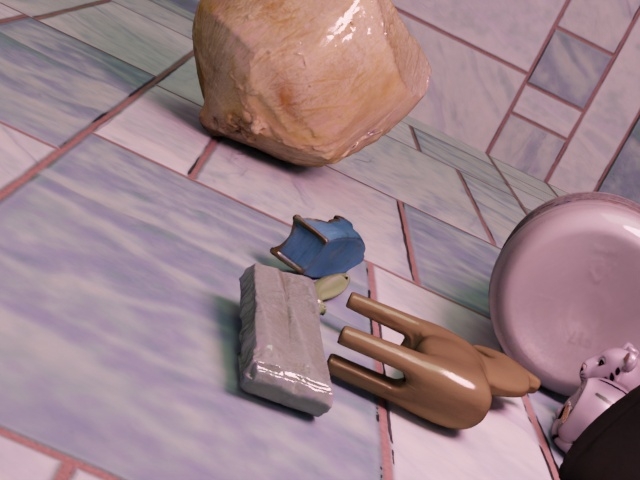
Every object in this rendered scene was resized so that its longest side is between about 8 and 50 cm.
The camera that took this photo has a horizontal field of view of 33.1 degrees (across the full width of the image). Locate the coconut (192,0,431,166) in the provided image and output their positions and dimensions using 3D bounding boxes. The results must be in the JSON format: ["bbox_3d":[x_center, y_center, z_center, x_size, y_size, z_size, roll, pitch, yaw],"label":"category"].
[{"bbox_3d":[-0.044,-0.296,1.799,0.405,0.404,0.404,25,15,-7],"label":"coconut"}]

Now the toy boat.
[{"bbox_3d":[0.000,0.000,1.342,0.077,0.075,0.185,41,16,20],"label":"toy boat"}]

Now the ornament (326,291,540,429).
[{"bbox_3d":[0.130,0.132,1.138,0.245,0.061,0.230,25,13,-2],"label":"ornament"}]

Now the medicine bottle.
[{"bbox_3d":[0.354,0.057,1.420,0.245,0.245,0.306,29,14,8],"label":"medicine bottle"}]

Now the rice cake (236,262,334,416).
[{"bbox_3d":[-0.036,0.087,1.019,0.085,0.040,0.226,23,21,-15],"label":"rice cake"}]

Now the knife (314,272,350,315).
[{"bbox_3d":[-0.010,0.068,1.203,0.043,0.020,0.293,31,16,13],"label":"knife"}]

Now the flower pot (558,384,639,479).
[{"bbox_3d":[0.368,0.220,0.970,0.269,0.269,0.166,13,43,-42],"label":"flower pot"}]

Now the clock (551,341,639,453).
[{"bbox_3d":[0.317,0.177,1.192,0.080,0.117,0.176,29,15,10],"label":"clock"}]
